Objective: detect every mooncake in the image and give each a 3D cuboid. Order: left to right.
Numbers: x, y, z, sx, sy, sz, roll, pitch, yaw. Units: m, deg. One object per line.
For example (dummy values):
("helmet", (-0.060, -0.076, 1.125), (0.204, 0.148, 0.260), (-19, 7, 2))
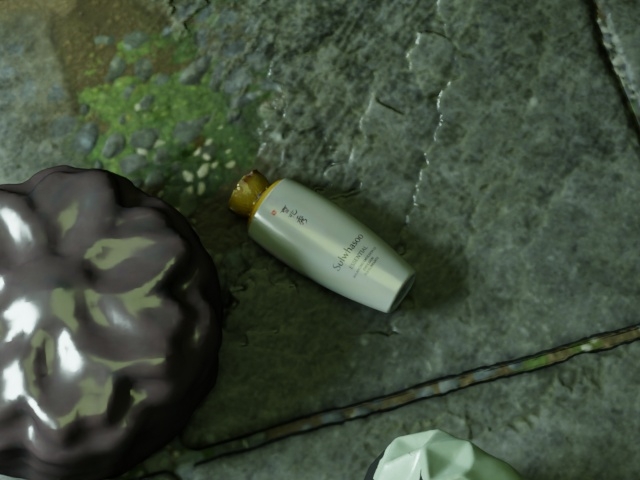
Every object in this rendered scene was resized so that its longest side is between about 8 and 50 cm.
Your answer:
("mooncake", (-0.224, 0.069, 1.383), (0.283, 0.141, 0.283), (-2, 66, 4))

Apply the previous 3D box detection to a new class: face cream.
("face cream", (0.000, 0.000, 1.450), (0.182, 0.051, 0.072), (33, 76, 15))

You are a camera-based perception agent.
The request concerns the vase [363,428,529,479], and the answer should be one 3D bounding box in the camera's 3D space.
("vase", (0.042, 0.330, 1.264), (0.165, 0.165, 0.360), (30, 75, 13))
